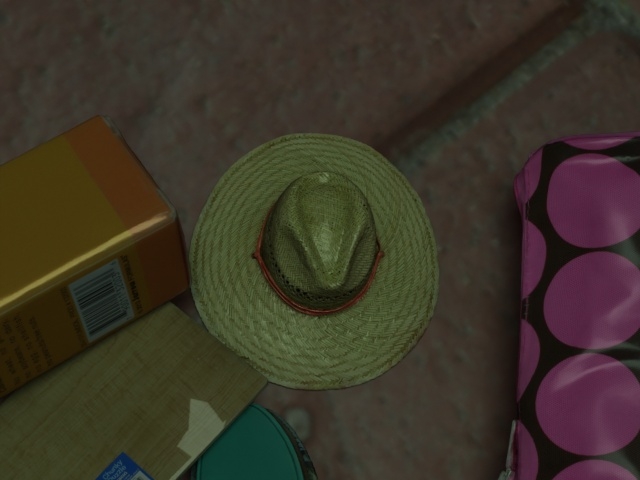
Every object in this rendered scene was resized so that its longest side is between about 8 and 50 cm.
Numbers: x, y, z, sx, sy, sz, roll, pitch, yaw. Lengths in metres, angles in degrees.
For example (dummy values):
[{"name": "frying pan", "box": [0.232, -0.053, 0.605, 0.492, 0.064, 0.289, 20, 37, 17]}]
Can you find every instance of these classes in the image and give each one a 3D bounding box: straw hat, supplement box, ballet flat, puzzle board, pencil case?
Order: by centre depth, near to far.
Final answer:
[{"name": "ballet flat", "box": [-0.017, 0.161, 0.733, 0.070, 0.070, 0.188, -8, 43, -10]}, {"name": "supplement box", "box": [-0.182, 0.035, 0.749, 0.233, 0.080, 0.078, -28, 61, -16]}, {"name": "puzzle board", "box": [-0.103, 0.088, 0.769, 0.096, 0.011, 0.128, 36, 71, 22]}, {"name": "pencil case", "box": [0.139, 0.049, 0.785, 0.098, 0.095, 0.209, 1, 68, 10]}, {"name": "straw hat", "box": [0.000, 0.000, 0.797, 0.144, 0.061, 0.144, 2, 71, -7]}]
